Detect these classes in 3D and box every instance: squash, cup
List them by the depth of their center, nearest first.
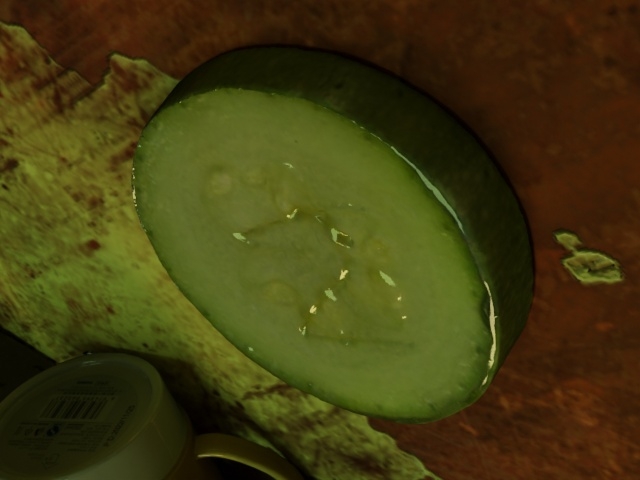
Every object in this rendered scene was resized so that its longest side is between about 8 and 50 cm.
[{"bbox_3d":[0.000,0.000,0.814,0.252,0.049,0.252,23,142,19],"label":"squash"},{"bbox_3d":[-0.125,0.208,1.071,0.241,0.185,0.226,-16,121,7],"label":"cup"}]

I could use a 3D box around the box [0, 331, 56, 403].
[{"bbox_3d":[-0.379,0.205,1.148,0.190,0.297,0.225,30,144,3],"label":"box"}]
